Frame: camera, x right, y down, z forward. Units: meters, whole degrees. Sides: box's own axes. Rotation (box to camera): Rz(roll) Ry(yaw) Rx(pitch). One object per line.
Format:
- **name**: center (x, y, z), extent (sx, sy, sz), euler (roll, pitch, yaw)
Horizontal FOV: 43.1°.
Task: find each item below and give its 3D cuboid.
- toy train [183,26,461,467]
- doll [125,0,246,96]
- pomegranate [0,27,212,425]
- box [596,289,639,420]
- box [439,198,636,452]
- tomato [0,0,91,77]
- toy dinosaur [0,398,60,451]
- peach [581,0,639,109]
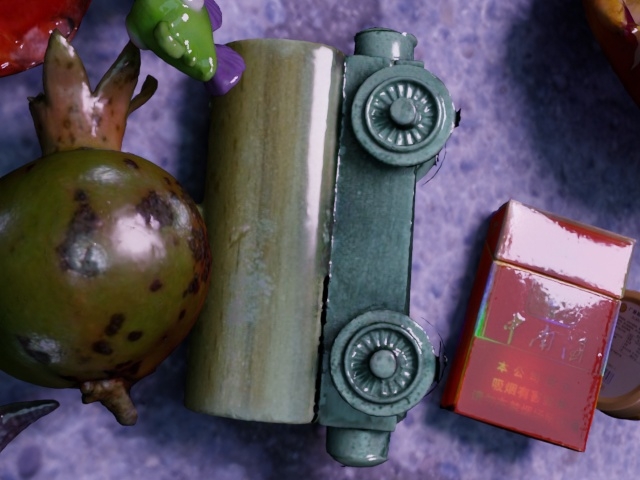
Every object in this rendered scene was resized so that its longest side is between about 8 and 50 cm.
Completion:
- **toy train**: center (-0.001, 0.001, 0.574), extent (0.189, 0.126, 0.307), euler (4, 86, 10)
- **doll**: center (-0.099, -0.167, 0.515), extent (0.050, 0.190, 0.115), euler (-27, 135, 12)
- **pomegranate**: center (-0.132, -0.011, 0.492), extent (0.156, 0.156, 0.220), euler (24, 63, -20)
- **box**: center (0.250, 0.093, 0.661), extent (0.037, 0.105, 0.106), euler (22, 80, -29)
- **box**: center (0.174, 0.067, 0.647), extent (0.112, 0.048, 0.175), euler (17, 81, -3)
- **tomato**: center (-0.251, -0.193, 0.455), extent (0.233, 0.139, 0.200), euler (1, 95, -56)
- **toy dinosaur**: center (-0.305, 0.144, 0.453), extent (0.294, 0.077, 0.162), euler (-32, 104, -6)
- **peach**: center (0.371, -0.254, 0.616), extent (0.353, 0.339, 0.417), euler (-15, 91, -43)
